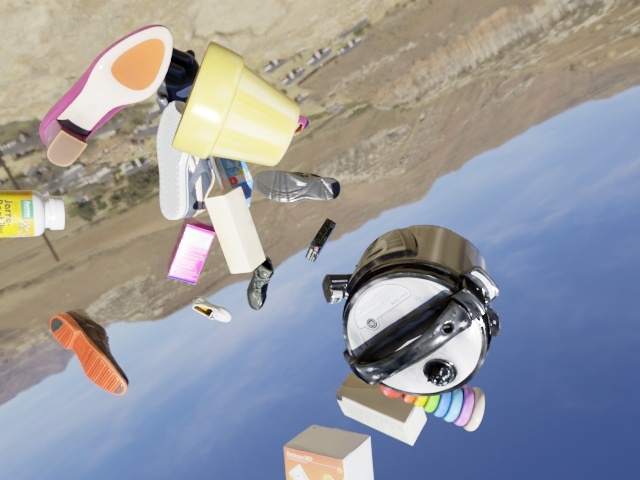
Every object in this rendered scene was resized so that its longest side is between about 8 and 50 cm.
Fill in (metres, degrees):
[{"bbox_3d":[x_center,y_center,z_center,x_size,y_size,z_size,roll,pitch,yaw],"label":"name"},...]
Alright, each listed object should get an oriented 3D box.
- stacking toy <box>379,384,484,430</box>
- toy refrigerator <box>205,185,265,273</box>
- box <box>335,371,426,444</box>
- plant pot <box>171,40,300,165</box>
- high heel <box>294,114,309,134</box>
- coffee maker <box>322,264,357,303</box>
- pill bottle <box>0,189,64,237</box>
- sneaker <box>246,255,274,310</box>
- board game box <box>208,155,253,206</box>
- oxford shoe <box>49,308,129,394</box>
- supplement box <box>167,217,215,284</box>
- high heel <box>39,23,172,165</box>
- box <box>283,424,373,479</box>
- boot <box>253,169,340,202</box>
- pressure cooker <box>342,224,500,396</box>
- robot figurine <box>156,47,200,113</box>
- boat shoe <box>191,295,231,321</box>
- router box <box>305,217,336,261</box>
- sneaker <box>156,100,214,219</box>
[{"bbox_3d":[0.353,0.504,1.610,0.141,0.331,0.141,17,90,-86],"label":"stacking toy"},{"bbox_3d":[-0.285,-0.033,1.642,0.094,0.269,0.102,-7,-159,28],"label":"toy refrigerator"},{"bbox_3d":[0.226,0.628,1.858,0.311,0.147,0.121,12,-134,37],"label":"box"},{"bbox_3d":[-0.190,-0.290,1.148,0.254,0.239,0.253,-50,-152,40],"label":"plant pot"},{"bbox_3d":[-0.093,-0.370,1.723,0.244,0.117,0.082,-27,156,-51],"label":"high heel"},{"bbox_3d":[0.101,0.193,2.133,0.178,0.120,0.171,0,-150,-19],"label":"coffee maker"},{"bbox_3d":[-0.755,-0.066,1.220,0.209,0.117,0.118,-3,169,-32],"label":"pill bottle"},{"bbox_3d":[-0.245,0.171,1.996,0.130,0.087,0.227,148,-43,-81],"label":"sneaker"},{"bbox_3d":[-0.377,-0.304,2.003,0.086,0.301,0.308,-22,170,-16],"label":"board game box"},{"bbox_3d":[-0.579,0.282,1.289,0.097,0.271,0.098,-45,173,26],"label":"oxford shoe"},{"bbox_3d":[-0.485,0.034,1.843,0.219,0.114,0.111,-65,-156,12],"label":"supplement box"},{"bbox_3d":[-0.476,-0.338,1.073,0.377,0.127,0.181,-42,-136,3],"label":"high heel"},{"bbox_3d":[0.034,0.767,1.484,0.215,0.344,0.168,-3,-177,33],"label":"box"},{"bbox_3d":[-0.119,-0.253,2.245,0.378,0.138,0.284,0,-170,-10],"label":"boot"},{"bbox_3d":[0.255,0.180,1.260,0.376,0.369,0.420,9,-155,15],"label":"pressure cooker"},{"bbox_3d":[-0.534,-0.592,1.836,0.209,0.173,0.278,-27,171,-17],"label":"robot figurine"},{"bbox_3d":[-0.242,0.160,1.096,0.035,0.100,0.035,-43,-151,19],"label":"boat shoe"},{"bbox_3d":[0.000,0.000,1.606,0.122,0.038,0.092,-58,176,-29],"label":"router box"},{"bbox_3d":[-0.376,-0.222,1.384,0.126,0.320,0.128,14,-165,32],"label":"sneaker"}]
